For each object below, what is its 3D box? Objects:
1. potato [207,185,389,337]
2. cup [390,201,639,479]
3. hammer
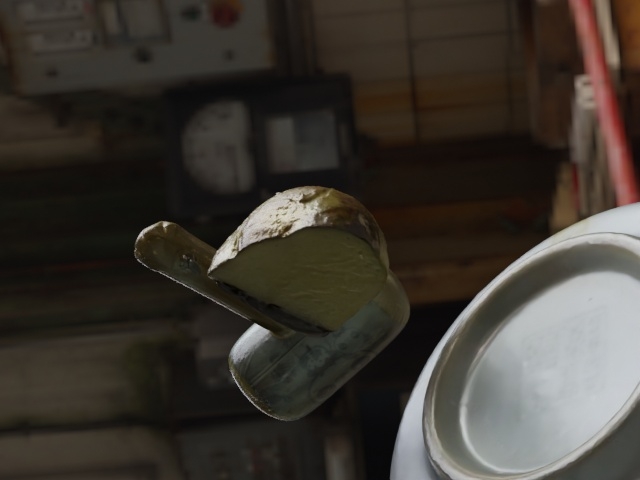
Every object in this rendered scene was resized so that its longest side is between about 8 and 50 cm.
[{"bbox_3d":[0.000,0.000,1.017,0.103,0.096,0.066,-31,41,42],"label":"potato"},{"bbox_3d":[0.169,0.110,0.955,0.163,0.347,0.347,42,-153,-30],"label":"cup"},{"bbox_3d":[-0.064,0.056,1.707,0.305,0.202,0.113,34,-162,-40],"label":"hammer"}]
